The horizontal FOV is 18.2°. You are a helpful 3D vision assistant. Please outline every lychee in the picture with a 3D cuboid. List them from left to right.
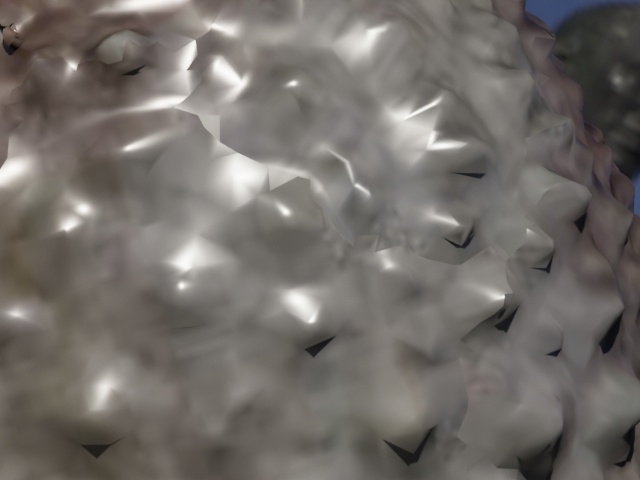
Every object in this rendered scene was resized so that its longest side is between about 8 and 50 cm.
[{"bbox_3d":[-0.053,0.030,0.481,0.300,0.300,0.300,29,-14,8],"label":"lychee"}]
